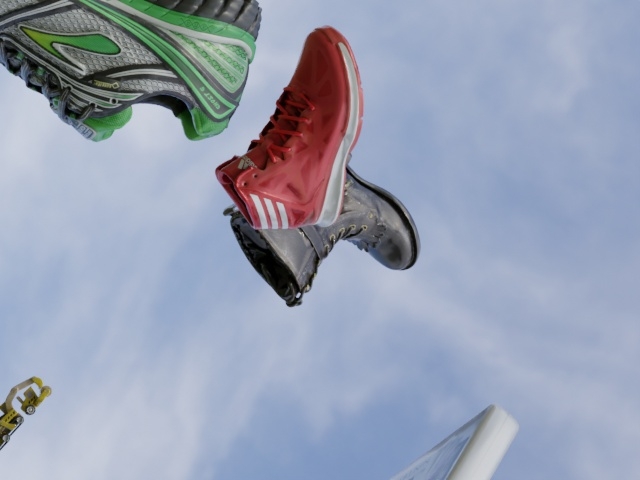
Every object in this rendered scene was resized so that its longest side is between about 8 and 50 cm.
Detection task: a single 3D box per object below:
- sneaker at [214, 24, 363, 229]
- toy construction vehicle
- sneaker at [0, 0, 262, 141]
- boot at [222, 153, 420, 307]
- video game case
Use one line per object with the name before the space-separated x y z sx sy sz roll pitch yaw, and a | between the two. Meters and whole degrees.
sneaker | -0.034 -0.104 1.572 0.087 0.128 0.221 34 -51 49
toy construction vehicle | -0.334 0.187 1.680 0.098 0.035 0.086 -48 -174 -10
sneaker | -0.217 -0.164 1.318 0.134 0.344 0.146 180 -82 -70
boot | 0.000 0.000 1.907 0.091 0.263 0.229 -26 -155 40
video game case | 0.006 0.177 0.759 0.173 0.022 0.190 -44 -176 43
